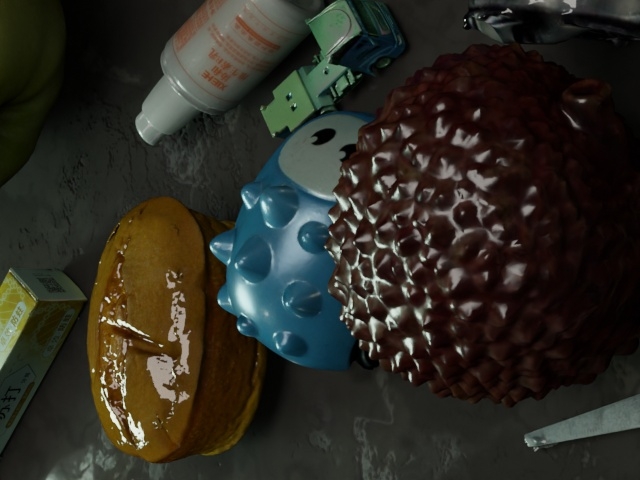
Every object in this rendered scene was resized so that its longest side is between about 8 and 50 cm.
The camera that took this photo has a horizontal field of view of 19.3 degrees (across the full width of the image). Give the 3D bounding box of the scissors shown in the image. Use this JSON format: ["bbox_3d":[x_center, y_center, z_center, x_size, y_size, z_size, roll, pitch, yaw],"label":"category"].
[{"bbox_3d":[0.320,0.133,1.605,0.360,0.029,0.191,-22,68,39],"label":"scissors"}]

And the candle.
[{"bbox_3d":[0.234,-0.323,1.616,0.187,0.187,0.330,9,91,40],"label":"candle"}]

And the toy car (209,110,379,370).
[{"bbox_3d":[0.000,0.000,1.782,0.188,0.190,0.255,37,109,38],"label":"toy car"}]

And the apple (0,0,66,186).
[{"bbox_3d":[-0.508,-0.223,2.076,0.474,0.474,0.473,-4,84,40],"label":"apple"}]

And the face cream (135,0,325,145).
[{"bbox_3d":[-0.109,-0.186,1.946,0.252,0.101,0.101,-42,61,30],"label":"face cream"}]

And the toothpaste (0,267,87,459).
[{"bbox_3d":[-0.379,0.172,2.156,0.071,0.089,0.313,43,113,29],"label":"toothpaste"}]

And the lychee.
[{"bbox_3d":[0.150,-0.011,1.584,0.330,0.306,0.306,-48,58,35],"label":"lychee"}]

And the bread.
[{"bbox_3d":[-0.149,0.093,1.921,0.195,0.143,0.269,-1,81,52],"label":"bread"}]

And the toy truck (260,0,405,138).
[{"bbox_3d":[-0.003,-0.168,1.867,0.175,0.081,0.067,-42,60,30],"label":"toy truck"}]
